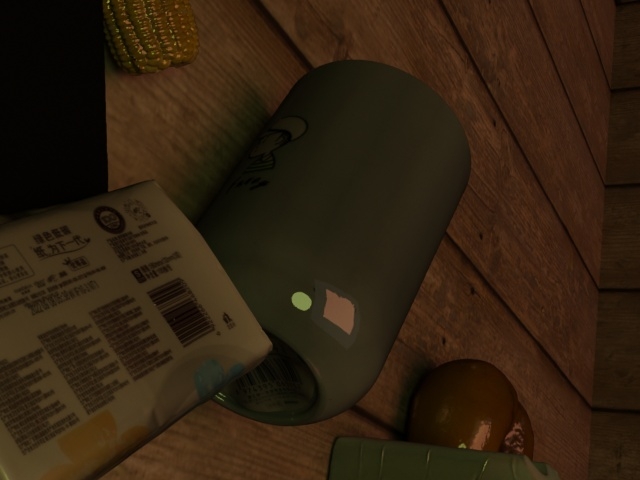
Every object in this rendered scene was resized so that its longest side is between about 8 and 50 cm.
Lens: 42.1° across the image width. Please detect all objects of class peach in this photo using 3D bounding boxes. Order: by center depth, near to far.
[{"bbox_3d":[0.209,0.296,1.169,0.251,0.153,0.251,29,56,-57],"label":"peach"}]

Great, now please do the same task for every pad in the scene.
[{"bbox_3d":[-0.212,-0.164,0.530,0.202,0.005,0.299,-19,113,-57],"label":"pad"}]

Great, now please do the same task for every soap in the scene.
[{"bbox_3d":[0.149,0.319,0.915,0.095,0.290,0.172,38,57,-56],"label":"soap"}]

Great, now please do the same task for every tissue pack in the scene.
[{"bbox_3d":[-0.173,0.079,0.536,0.159,0.145,0.229,54,33,4],"label":"tissue pack"}]

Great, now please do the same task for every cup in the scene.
[{"bbox_3d":[0.000,0.000,0.752,0.312,0.205,0.205,-60,138,-42],"label":"cup"}]

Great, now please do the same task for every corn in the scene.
[{"bbox_3d":[-0.145,-0.213,0.648,0.085,0.063,0.165,-22,108,-34],"label":"corn"}]
